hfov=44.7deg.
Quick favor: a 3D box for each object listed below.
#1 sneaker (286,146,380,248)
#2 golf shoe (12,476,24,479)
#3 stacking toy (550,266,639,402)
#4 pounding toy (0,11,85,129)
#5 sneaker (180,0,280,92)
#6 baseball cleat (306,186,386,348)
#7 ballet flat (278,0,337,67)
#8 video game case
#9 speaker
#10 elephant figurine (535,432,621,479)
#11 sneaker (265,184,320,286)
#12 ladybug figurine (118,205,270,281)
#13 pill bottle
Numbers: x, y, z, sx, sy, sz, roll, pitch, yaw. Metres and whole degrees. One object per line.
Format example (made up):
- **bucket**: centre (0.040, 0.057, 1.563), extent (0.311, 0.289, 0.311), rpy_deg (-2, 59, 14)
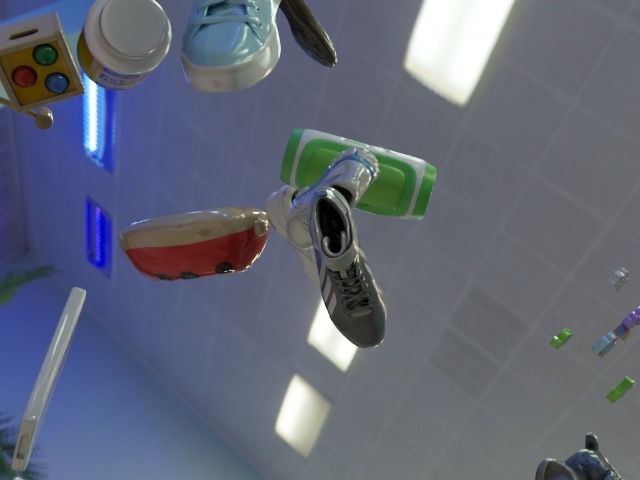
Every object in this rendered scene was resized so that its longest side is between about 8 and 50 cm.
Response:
- **sneaker**: centre (0.001, -0.039, 1.017), extent (0.071, 0.083, 0.190), rpy_deg (33, -45, -6)
- **golf shoe**: centre (-0.416, 0.335, 0.804), extent (0.105, 0.273, 0.120), rpy_deg (-54, -126, 37)
- **stacking toy**: centre (0.577, 0.178, 1.502), extent (0.167, 0.221, 0.052), rpy_deg (45, -1, 35)
- **pounding toy**: centre (-0.519, -0.273, 1.392), extent (0.206, 0.181, 0.094), rpy_deg (80, -13, -45)
- **sneaker**: centre (-0.123, -0.341, 1.026), extent (0.135, 0.366, 0.150), rpy_deg (-6, -45, 8)
- **baseball cleat**: centre (0.025, 0.040, 0.902), extent (0.109, 0.072, 0.206), rpy_deg (-82, 151, -81)
- **ballet flat**: centre (-0.038, -0.426, 1.456), extent (0.084, 0.058, 0.250), rpy_deg (13, -28, 51)
- **video game case**: centre (-0.420, 0.215, 1.203), extent (0.026, 0.227, 0.206), rpy_deg (19, -40, -13)
- **speaker**: centre (0.076, -0.133, 1.566), extent (0.297, 0.131, 0.131), rpy_deg (16, -44, 3)
- **elephant figurine**: centre (0.534, 0.561, 1.726), extent (0.186, 0.239, 0.169), rpy_deg (-108, -172, -76)
- **sneaker**: centre (0.000, 0.000, 1.765), extent (0.305, 0.114, 0.152), rpy_deg (47, -31, -5)
- **ladybug figurine**: centre (-0.311, 0.014, 1.947), extent (0.449, 0.305, 0.161), rpy_deg (-8, -91, 38)
- **pill bottle**: centre (-0.281, -0.286, 1.112), extent (0.117, 0.117, 0.215), rpy_deg (60, -17, -12)
